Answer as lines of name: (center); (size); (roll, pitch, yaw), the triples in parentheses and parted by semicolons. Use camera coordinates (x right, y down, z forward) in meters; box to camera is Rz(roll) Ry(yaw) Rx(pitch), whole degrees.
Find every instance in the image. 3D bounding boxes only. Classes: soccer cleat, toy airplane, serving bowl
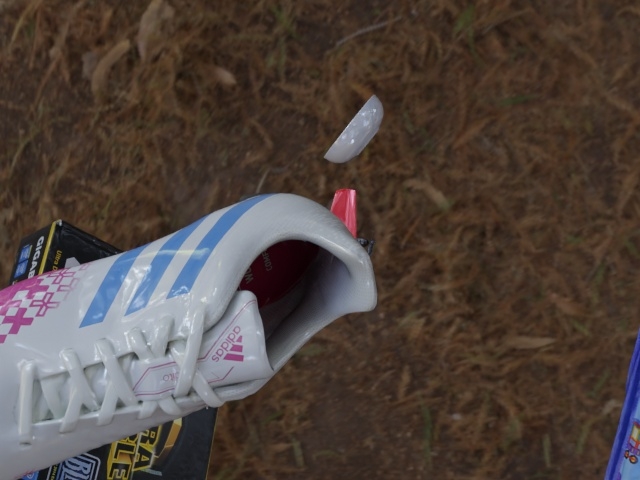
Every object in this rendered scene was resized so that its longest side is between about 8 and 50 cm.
soccer cleat: (-0.114, 0.066, 0.657); (0.331, 0.143, 0.116); (-30, 120, -19)
toy airplane: (0.000, 0.000, 1.327); (0.151, 0.028, 0.151); (-8, 70, 22)
serving bowl: (0.039, -0.110, 1.077); (0.027, 0.083, 0.083); (40, 67, -1)

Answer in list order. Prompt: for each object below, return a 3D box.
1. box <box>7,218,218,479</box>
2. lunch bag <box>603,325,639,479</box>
box: (-0.228, 0.175, 1.096); (0.257, 0.079, 0.322); (31, 54, -35)
lunch bag: (0.362, 0.148, 0.838); (0.220, 0.138, 0.293); (7, 97, -4)
